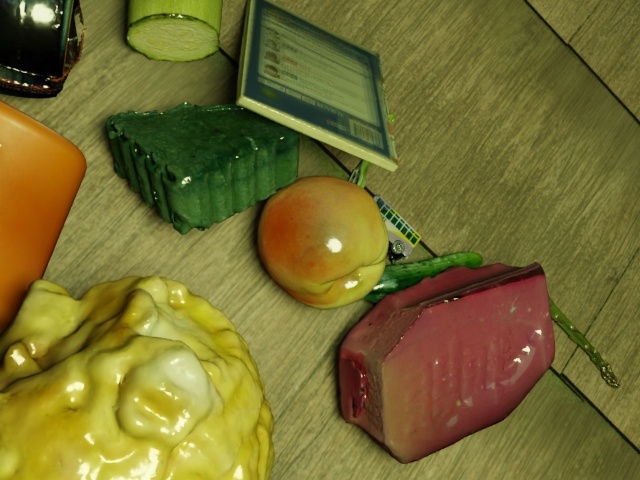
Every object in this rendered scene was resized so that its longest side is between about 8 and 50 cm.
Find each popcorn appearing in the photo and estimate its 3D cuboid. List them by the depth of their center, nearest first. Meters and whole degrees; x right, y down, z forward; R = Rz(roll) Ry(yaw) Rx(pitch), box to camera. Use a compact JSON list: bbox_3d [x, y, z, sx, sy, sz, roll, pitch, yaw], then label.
[{"bbox_3d":[-0.206,0.233,0.835,0.354,0.344,0.390,-4,92,-40],"label":"popcorn"}]

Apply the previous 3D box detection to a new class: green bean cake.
[{"bbox_3d":[-0.146,-0.116,1.031,0.208,0.107,0.193,-30,47,-27],"label":"green bean cake"}]

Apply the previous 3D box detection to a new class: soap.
[{"bbox_3d":[0.175,0.160,1.108,0.325,0.127,0.220,-15,98,-23],"label":"soap"}]

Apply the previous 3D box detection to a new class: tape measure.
[{"bbox_3d":[-0.352,-0.281,0.963,0.135,0.202,0.222,4,72,-19],"label":"tape measure"}]

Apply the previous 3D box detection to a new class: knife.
[{"bbox_3d":[0.074,-0.122,1.208,0.026,0.022,0.184,24,69,10],"label":"knife"}]

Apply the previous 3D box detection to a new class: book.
[{"bbox_3d":[-0.005,-0.229,1.102,0.228,0.018,0.322,22,35,-18],"label":"book"}]

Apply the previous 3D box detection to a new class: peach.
[{"bbox_3d":[0.000,0.000,1.064,0.184,0.184,0.184,5,77,-22],"label":"peach"}]

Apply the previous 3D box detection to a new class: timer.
[{"bbox_3d":[-0.425,-0.046,0.936,0.250,0.161,0.257,28,68,-31],"label":"timer"}]

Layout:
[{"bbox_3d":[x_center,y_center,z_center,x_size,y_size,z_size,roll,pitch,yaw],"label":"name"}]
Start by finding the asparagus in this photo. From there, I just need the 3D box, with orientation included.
[{"bbox_3d":[0.408,0.148,1.289,0.025,0.024,0.248,-41,98,18],"label":"asparagus"}]

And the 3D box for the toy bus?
[{"bbox_3d":[0.095,-0.020,1.177,0.102,0.052,0.058,45,63,-10],"label":"toy bus"}]

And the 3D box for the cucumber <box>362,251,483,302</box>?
[{"bbox_3d":[0.136,0.058,1.177,0.250,0.056,0.056,-9,82,-25],"label":"cucumber"}]

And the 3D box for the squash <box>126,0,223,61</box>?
[{"bbox_3d":[-0.197,-0.384,1.094,0.132,0.132,0.247,6,74,-22],"label":"squash"}]
